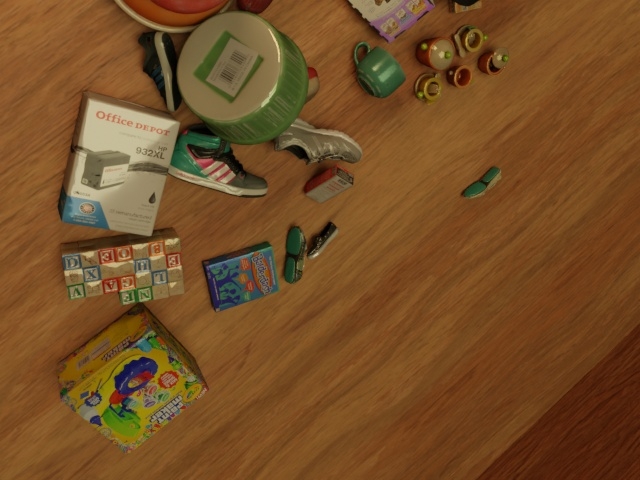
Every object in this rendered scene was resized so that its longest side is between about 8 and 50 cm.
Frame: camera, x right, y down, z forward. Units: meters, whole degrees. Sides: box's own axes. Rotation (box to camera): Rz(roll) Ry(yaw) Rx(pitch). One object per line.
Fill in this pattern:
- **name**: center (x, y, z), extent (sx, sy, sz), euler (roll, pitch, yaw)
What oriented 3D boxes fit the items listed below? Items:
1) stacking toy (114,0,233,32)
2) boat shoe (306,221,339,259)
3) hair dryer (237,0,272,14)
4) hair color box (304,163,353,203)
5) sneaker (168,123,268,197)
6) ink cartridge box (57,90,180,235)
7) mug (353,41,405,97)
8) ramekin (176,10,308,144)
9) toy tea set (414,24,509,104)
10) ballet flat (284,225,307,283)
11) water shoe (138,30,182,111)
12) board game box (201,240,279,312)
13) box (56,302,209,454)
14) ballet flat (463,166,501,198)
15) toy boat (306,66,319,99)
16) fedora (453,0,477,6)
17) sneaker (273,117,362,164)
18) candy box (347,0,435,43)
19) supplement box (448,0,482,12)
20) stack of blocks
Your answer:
- **stacking toy**: center (-0.263, -0.599, 1.221), extent (0.351, 0.480, 0.350), euler (-10, 115, -23)
- **boat shoe**: center (0.000, 0.000, 1.854), extent (0.142, 0.049, 0.040), euler (-48, 114, -21)
- **hair dryer**: center (-0.131, -0.638, 1.393), extent (0.080, 0.293, 0.223), euler (21, 104, -23)
- **hair color box**: center (0.025, -0.165, 1.754), extent (0.072, 0.141, 0.043), euler (28, 53, -33)
- **sneaker**: center (-0.254, -0.231, 1.597), extent (0.296, 0.124, 0.178), euler (13, 113, -29)
- **ink cartridge box**: center (-0.503, -0.187, 1.478), extent (0.223, 0.129, 0.307), euler (11, 105, -29)
- **mug**: center (0.157, -0.480, 1.705), extent (0.097, 0.158, 0.129), euler (-44, 147, -2)
- **ramekin**: center (-0.192, -0.393, 1.420), extent (0.303, 0.303, 0.148), euler (-58, 166, 4)
- **toy tea set**: center (0.440, -0.546, 1.810), extent (0.336, 0.124, 0.200), euler (-24, 119, -16)
- **ballet flat**: center (-0.073, 0.041, 1.839), extent (0.070, 0.070, 0.188), euler (2, 111, -27)
- **water shoe**: center (-0.398, -0.422, 1.482), extent (0.080, 0.073, 0.203), euler (7, 126, 12)
- **board game box**: center (-0.236, 0.109, 1.783), extent (0.210, 0.047, 0.160), euler (-18, 117, -20)
- **box**: center (-0.526, 0.387, 1.676), extent (0.290, 0.177, 0.279), euler (-38, 123, -8)
- **ballet flat**: center (0.570, -0.187, 2.067), extent (0.168, 0.057, 0.052), euler (-39, 132, -7)
- **toy boat**: center (-0.120, -0.427, 1.586), extent (0.231, 0.151, 0.151), euler (-15, 87, -21)
- **fedora**: center (0.380, -0.769, 1.641), extent (0.334, 0.334, 0.152), euler (26, 129, -32)
- **sneaker**: center (-0.014, -0.259, 1.696), extent (0.281, 0.105, 0.115), euler (14, 73, -20)
- **candy box**: center (0.186, -0.666, 1.617), extent (0.165, 0.070, 0.196), euler (-31, 130, 33)
- **supplement box**: center (0.436, -0.725, 1.786), extent (0.098, 0.036, 0.062), euler (-19, 117, -18)
- **stack of blocks**: center (-0.528, 0.078, 1.599), extent (0.297, 0.087, 0.171), euler (-9, 114, -24)
